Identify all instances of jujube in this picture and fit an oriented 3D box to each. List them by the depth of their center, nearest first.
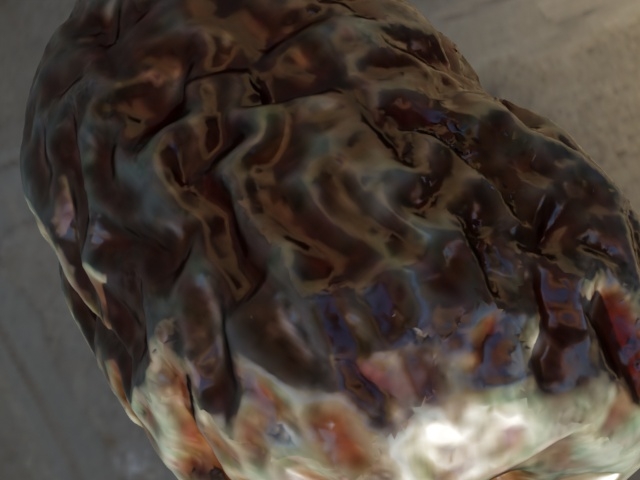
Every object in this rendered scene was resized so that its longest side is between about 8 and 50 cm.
[{"bbox_3d":[0.000,0.000,0.794,0.226,0.317,0.226,-22,141,-19],"label":"jujube"}]
